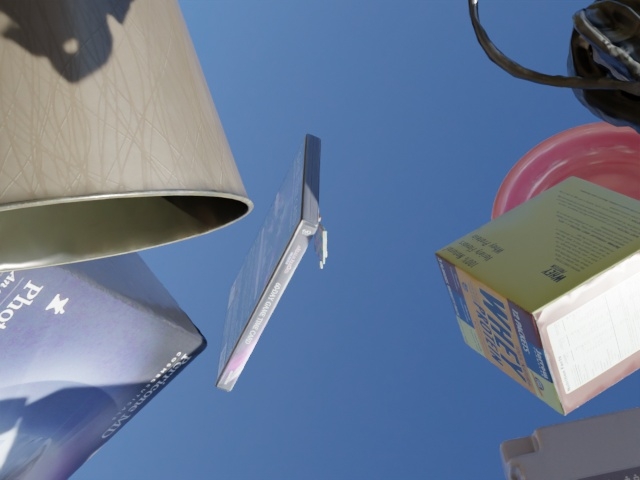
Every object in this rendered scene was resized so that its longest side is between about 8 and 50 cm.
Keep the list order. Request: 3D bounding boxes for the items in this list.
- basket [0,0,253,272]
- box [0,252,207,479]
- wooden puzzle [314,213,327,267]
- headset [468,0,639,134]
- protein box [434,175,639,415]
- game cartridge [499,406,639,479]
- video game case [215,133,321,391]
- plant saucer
[{"bbox_3d":[-0.147,-0.109,0.443,0.154,0.204,0.227,-20,-101,46],"label":"basket"},{"bbox_3d":[-0.286,0.086,0.656,0.296,0.294,0.183,-44,-115,1],"label":"box"},{"bbox_3d":[0.000,0.000,1.285,0.049,0.006,0.083,-123,-151,-62],"label":"wooden puzzle"},{"bbox_3d":[0.069,-0.156,0.159,0.243,0.394,0.185,-22,-127,-3],"label":"headset"},{"bbox_3d":[0.275,0.052,1.013,0.201,0.136,0.200,-28,-154,-13],"label":"protein box"},{"bbox_3d":[0.246,0.238,0.570,0.196,0.060,0.294,-14,-133,4],"label":"game cartridge"},{"bbox_3d":[-0.065,0.027,1.129,0.196,0.026,0.274,-89,-157,-55],"label":"video game case"},{"bbox_3d":[0.432,-0.028,1.391,0.332,0.084,0.332,-13,-125,18],"label":"plant saucer"}]
